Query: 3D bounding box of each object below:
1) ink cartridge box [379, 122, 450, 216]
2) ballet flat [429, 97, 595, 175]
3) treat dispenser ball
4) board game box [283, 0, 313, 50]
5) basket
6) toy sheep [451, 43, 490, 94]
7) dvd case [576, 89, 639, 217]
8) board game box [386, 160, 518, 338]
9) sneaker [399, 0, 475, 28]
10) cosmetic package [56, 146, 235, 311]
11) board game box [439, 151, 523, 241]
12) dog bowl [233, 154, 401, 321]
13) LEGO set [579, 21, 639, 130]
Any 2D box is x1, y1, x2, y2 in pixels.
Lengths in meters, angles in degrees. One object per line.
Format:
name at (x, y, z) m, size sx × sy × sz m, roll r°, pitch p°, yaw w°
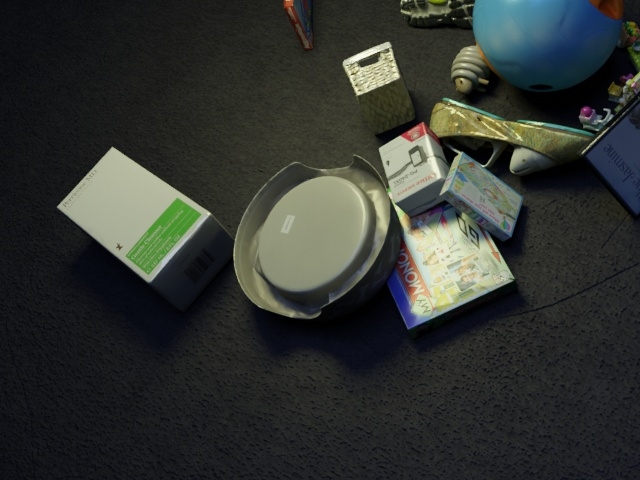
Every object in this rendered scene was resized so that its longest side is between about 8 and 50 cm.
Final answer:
ink cartridge box at (0.188, -0.138, 1.569) m, size 0.109 × 0.063 × 0.150 m, roll -29°, pitch 50°, yaw 22°
ballet flat at (0.368, -0.188, 1.580) m, size 0.349 × 0.123 × 0.123 m, roll 21°, pitch 68°, yaw 31°
treat dispenser ball at (0.446, -0.439, 1.589) m, size 0.288 × 0.288 × 0.288 m, roll -11°, pitch 55°, yaw 16°
board game box at (-0.055, -0.626, 2.010) m, size 0.027 × 0.145 × 0.281 m, roll -12°, pitch 54°, yaw 16°
basket at (0.131, -0.321, 1.724) m, size 0.113 × 0.167 × 0.103 m, roll -22°, pitch 59°, yaw 9°
toy sheep at (0.326, -0.371, 1.724) m, size 0.091 × 0.091 × 0.132 m, roll 11°, pitch 69°, yaw 28°
dvd case at (0.590, -0.184, 1.400) m, size 0.253 × 0.180 × 0.022 m, roll -46°, pitch 26°, yaw 9°
board game box at (0.212, 0.011, 1.545) m, size 0.214 × 0.046 × 0.317 m, roll -26°, pitch 52°, yaw 4°
sneaker at (0.317, -0.561, 1.845) m, size 0.275 × 0.107 × 0.110 m, roll 11°, pitch 55°, yaw 28°
cosmetic package at (-0.377, -0.028, 1.748) m, size 0.365 × 0.155 × 0.197 m, roll 31°, pitch 77°, yaw 34°
board game box at (0.303, -0.082, 1.503) m, size 0.026 × 0.154 × 0.103 m, roll -39°, pitch 20°, yaw 53°
dog bowl at (0.000, 0.000, 1.569) m, size 0.349 × 0.102 × 0.348 m, roll -16°, pitch 56°, yaw 26°
LEGO set at (0.610, -0.340, 1.569) m, size 0.132 × 0.107 × 0.287 m, roll 14°, pitch 65°, yaw 29°
